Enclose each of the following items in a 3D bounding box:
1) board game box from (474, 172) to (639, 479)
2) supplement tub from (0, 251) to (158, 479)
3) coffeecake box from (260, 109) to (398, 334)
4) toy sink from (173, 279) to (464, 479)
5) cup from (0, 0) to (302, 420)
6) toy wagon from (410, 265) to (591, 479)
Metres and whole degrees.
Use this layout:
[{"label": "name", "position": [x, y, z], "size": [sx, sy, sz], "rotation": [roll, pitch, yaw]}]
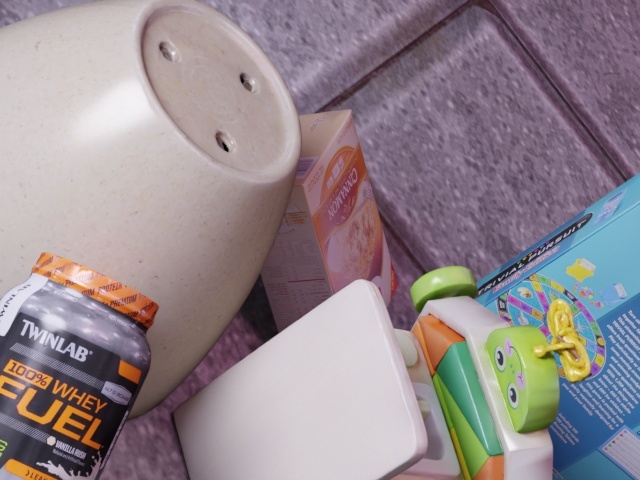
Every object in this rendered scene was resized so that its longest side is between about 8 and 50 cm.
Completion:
[{"label": "board game box", "position": [0.280, 0.104, 1.803], "size": [0.254, 0.336, 0.079], "rotation": [47, 34, -10]}, {"label": "supplement tub", "position": [-0.192, 0.112, 1.347], "size": [0.117, 0.117, 0.190], "rotation": [29, 81, -32]}, {"label": "coffeecake box", "position": [0.000, 0.000, 1.726], "size": [0.142, 0.068, 0.185], "rotation": [-60, 140, -54]}, {"label": "toy sink", "position": [0.019, 0.154, 1.535], "size": [0.131, 0.234, 0.153], "rotation": [11, 51, -45]}, {"label": "cup", "position": [-0.153, -0.057, 1.514], "size": [0.331, 0.237, 0.331], "rotation": [31, 39, -29]}, {"label": "toy wagon", "position": [0.125, 0.156, 1.583], "size": [0.068, 0.344, 0.267], "rotation": [-7, 62, -19]}]
